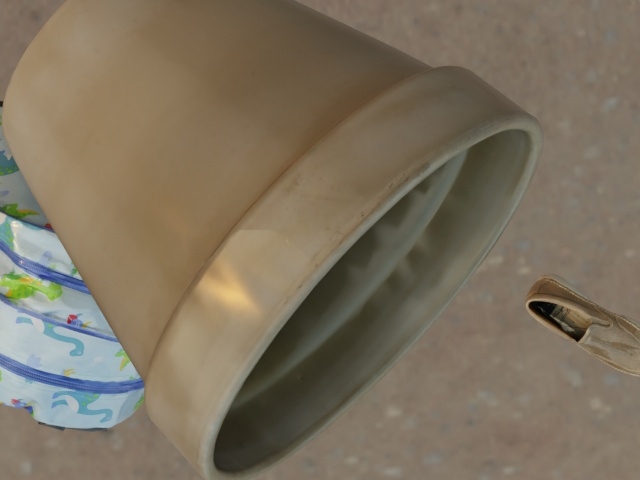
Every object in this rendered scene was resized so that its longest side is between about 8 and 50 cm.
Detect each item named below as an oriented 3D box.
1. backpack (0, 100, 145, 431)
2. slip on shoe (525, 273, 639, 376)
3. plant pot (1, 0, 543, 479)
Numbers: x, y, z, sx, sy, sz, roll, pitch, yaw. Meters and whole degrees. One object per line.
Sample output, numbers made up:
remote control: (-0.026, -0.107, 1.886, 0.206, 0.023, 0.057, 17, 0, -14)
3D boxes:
backpack: (-0.248, 0.021, 1.586, 0.290, 0.356, 0.273, 26, 128, -17)
slip on shoe: (0.240, 0.080, 1.472, 0.135, 0.041, 0.051, 37, 124, 10)
plant pot: (-0.055, -0.045, 1.149, 0.323, 0.280, 0.323, -41, 162, -16)
